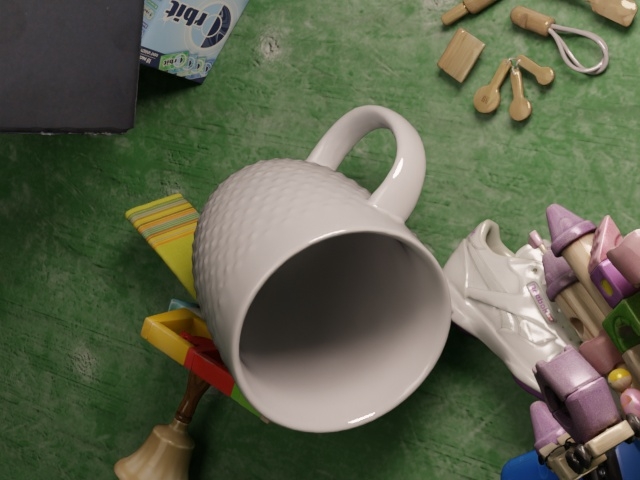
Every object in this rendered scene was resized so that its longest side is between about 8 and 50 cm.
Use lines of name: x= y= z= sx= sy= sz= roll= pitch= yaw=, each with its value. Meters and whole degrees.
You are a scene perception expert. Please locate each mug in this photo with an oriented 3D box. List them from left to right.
mug: x=0.000 y=0.000 z=1.387 sx=0.374 sy=0.276 sz=0.328 roll=-57 pitch=31 yaw=12

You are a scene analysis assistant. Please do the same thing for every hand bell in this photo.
hand bell: x=-0.198 y=0.249 z=1.605 sx=0.126 sy=0.126 sz=0.242 roll=29 pitch=98 yaw=33

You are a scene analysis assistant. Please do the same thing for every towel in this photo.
towel: x=-0.191 y=0.021 z=1.639 sx=0.237 sy=0.102 sz=0.021 roll=47 pitch=141 yaw=29

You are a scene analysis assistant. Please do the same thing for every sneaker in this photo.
sneaker: x=0.264 y=0.091 z=1.304 sx=0.305 sy=0.114 sz=0.152 roll=40 pitch=108 yaw=31

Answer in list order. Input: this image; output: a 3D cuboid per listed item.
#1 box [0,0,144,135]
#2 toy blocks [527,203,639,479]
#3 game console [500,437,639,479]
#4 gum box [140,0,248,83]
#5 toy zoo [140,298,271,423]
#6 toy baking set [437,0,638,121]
box: x=-0.455 y=-0.446 z=1.591 sx=0.472 sy=0.297 sz=0.480 roll=37 pitch=124 yaw=54
toy blocks: x=0.295 y=0.065 z=1.117 sx=0.309 sy=0.288 sz=0.260 roll=-27 pitch=72 yaw=-12
game console: x=0.362 y=0.362 z=1.224 sx=0.250 sy=0.173 sz=0.293 roll=-40 pitch=52 yaw=52
gum box: x=-0.196 y=-0.338 z=1.643 sx=0.041 sy=0.157 sz=0.184 roll=41 pitch=108 yaw=31
toy zoo: x=-0.111 y=0.156 z=1.508 sx=0.293 sy=0.192 sz=0.030 roll=28 pitch=107 yaw=33
toy baking set: x=0.269 y=-0.266 z=1.397 sx=0.256 sy=0.030 sz=0.197 roll=-35 pitch=70 yaw=27
